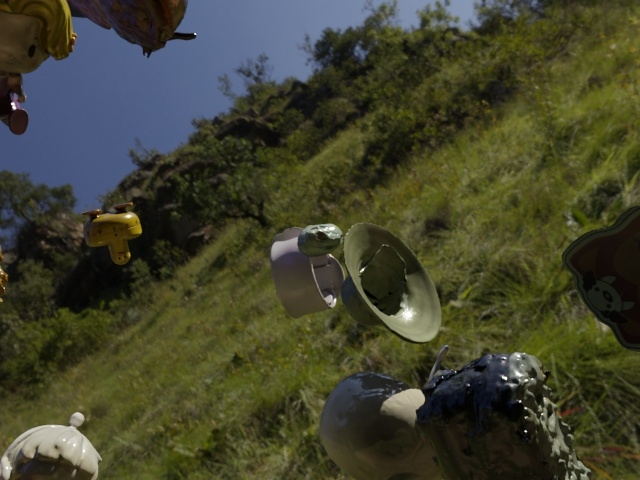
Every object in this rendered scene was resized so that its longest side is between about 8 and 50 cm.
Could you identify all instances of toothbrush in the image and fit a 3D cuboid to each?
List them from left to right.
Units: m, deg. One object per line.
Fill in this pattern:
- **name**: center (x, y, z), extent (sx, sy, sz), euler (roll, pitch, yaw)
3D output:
- **toothbrush**: center (0.227, 0.343, 1.214), extent (0.269, 0.027, 0.021), euler (-65, -32, -27)

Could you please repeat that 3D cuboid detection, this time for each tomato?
- **tomato**: center (-0.279, -0.412, 0.767), extent (0.170, 0.309, 0.309), euler (-57, -29, -16)

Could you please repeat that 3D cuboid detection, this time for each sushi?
- **sushi**: center (0.179, 0.198, 0.546), extent (0.115, 0.212, 0.147), euler (-21, 20, 33)

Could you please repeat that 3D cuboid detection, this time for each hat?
- **hat**: center (0.101, 0.099, 1.059), extent (0.252, 0.251, 0.110), euler (-3, -30, -50)

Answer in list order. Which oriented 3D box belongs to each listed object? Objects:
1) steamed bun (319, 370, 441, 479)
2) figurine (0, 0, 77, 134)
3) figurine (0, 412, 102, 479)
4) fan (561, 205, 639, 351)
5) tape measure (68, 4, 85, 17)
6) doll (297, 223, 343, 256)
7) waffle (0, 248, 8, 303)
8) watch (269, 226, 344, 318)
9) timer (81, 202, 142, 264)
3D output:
- **steamed bun**: center (0.112, 0.318, 0.934), extent (0.177, 0.228, 0.131), euler (-59, 2, -4)
- **figurine**: center (-0.259, -0.179, 0.463), extent (0.095, 0.115, 0.156), euler (-7, -51, -52)
- **figurine**: center (-0.391, 0.364, 0.782), extent (0.256, 0.182, 0.144), euler (-55, 2, -25)
- **fan**: center (0.303, 0.023, 0.470), extent (0.009, 0.132, 0.220), euler (-31, -6, -32)
- **tape measure**: center (-0.559, -0.544, 1.294), extent (0.215, 0.098, 0.351), euler (-5, -54, -30)
- **doll**: center (0.000, 0.000, 1.284), extent (0.214, 0.104, 0.071), euler (16, -110, -87)
- **waffle**: center (-0.436, -0.032, 0.653), extent (0.051, 0.231, 0.228), euler (-25, -31, -13)
- **watch**: center (-0.061, 0.074, 1.473), extent (0.196, 0.244, 0.231), euler (-17, -9, 15)
- **timer**: center (-0.396, -0.010, 1.101), extent (0.107, 0.107, 0.109), euler (-19, -77, -40)
